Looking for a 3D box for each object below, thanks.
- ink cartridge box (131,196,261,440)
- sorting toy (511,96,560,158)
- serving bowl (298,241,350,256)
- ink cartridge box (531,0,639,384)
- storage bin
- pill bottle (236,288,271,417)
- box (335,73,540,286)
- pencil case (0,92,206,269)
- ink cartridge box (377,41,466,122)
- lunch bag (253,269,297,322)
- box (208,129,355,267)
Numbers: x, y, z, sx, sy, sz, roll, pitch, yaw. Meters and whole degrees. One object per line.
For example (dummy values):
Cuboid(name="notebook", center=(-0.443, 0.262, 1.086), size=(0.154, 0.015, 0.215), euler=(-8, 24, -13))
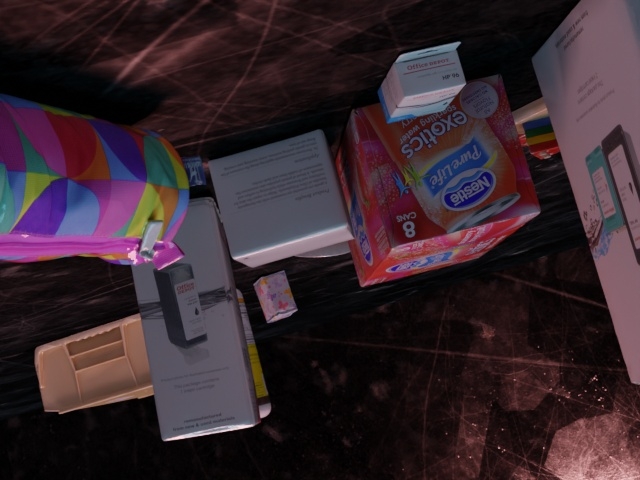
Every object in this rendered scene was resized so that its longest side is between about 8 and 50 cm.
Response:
Cuboid(name="ink cartridge box", center=(-0.123, 0.080, 1.108), size=(0.092, 0.218, 0.158), euler=(-10, 172, -2))
Cuboid(name="sorting toy", center=(0.248, -0.114, 1.096), size=(0.132, 0.046, 0.274), euler=(-9, 170, -40))
Cuboid(name="serving bowl", center=(0.000, 0.000, 1.435), size=(0.083, 0.027, 0.083), euler=(-3, -170, 0))
Cuboid(name="ink cartridge box", center=(0.301, -0.054, 0.794), size=(0.198, 0.270, 0.197), euler=(-15, 172, -8))
Cuboid(name="storage bin", center=(-0.318, 0.207, 1.974), size=(0.260, 0.123, 0.262), euler=(-18, 172, 21))
Cuboid(name="pill bottle", center=(-0.145, 0.138, 1.475), size=(0.117, 0.215, 0.117), euler=(-15, 172, -2))
Cuboid(name="box", center=(0.091, -0.043, 1.004), size=(0.128, 0.123, 0.257), euler=(-14, 172, -6))
Cuboid(name="pencil case", center=(-0.165, -0.033, 0.683), size=(0.104, 0.104, 0.236), euler=(-19, 171, 22))
Cuboid(name="ink cartridge box", center=(0.074, -0.114, 0.821), size=(0.048, 0.028, 0.083), euler=(-14, 172, -10))
Cuboid(name="lunch bag", center=(-0.074, 0.091, 1.813), size=(0.053, 0.071, 0.083), euler=(-17, 171, -20))
Cuboid(name="box", center=(-0.030, -0.033, 0.967), size=(0.101, 0.087, 0.102), euler=(-16, 172, 4))
